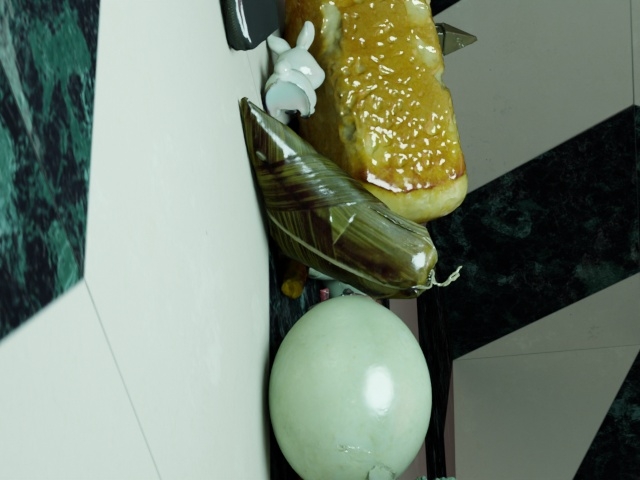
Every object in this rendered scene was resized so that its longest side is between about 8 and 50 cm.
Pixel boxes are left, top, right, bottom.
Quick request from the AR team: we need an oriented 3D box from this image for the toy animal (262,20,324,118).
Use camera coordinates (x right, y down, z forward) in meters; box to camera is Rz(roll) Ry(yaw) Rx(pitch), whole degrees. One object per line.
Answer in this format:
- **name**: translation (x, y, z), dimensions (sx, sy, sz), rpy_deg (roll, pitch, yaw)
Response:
- **toy animal**: translation (-0.037, -0.213, 1.656), dimensions (0.085, 0.071, 0.124), rpy_deg (60, 29, -29)

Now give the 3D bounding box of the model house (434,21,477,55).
- **model house**: translation (0.154, -0.336, 2.273), dimensions (0.181, 0.248, 0.176), rpy_deg (-96, -173, -59)

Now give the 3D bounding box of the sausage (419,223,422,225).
- **sausage**: translation (0.062, -0.212, 2.005), dimensions (0.123, 0.136, 0.500), rpy_deg (113, -30, -52)

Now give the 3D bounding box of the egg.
- **egg**: translation (0.033, 0.174, 1.472), dimensions (0.186, 0.187, 0.253), rpy_deg (73, 9, -49)

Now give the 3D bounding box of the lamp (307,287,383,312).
- **lamp**: translation (0.049, 0.196, 1.819), dimensions (0.118, 0.118, 0.253), rpy_deg (-77, 162, -64)

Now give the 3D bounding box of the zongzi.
- **zongzi**: translation (0.023, -0.043, 1.495), dimensions (0.111, 0.248, 0.241), rpy_deg (-50, 142, -23)

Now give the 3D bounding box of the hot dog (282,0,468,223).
- **hot dog**: translation (0.062, -0.204, 1.779), dimensions (0.223, 0.185, 0.405), rpy_deg (144, -63, -68)

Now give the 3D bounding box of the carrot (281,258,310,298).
- **carrot**: translation (-0.028, 0.012, 1.668), dimensions (0.170, 0.042, 0.042), rpy_deg (-80, 162, -53)

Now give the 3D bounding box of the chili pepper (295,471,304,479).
- **chili pepper**: translation (0.008, 0.246, 1.603), dimensions (0.086, 0.084, 0.192), rpy_deg (109, -15, -71)

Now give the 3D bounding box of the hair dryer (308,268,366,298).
- **hair dryer**: translation (0.000, 0.000, 1.833), dimensions (0.237, 0.075, 0.206), rpy_deg (-31, 108, -71)

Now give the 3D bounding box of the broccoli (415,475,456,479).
- **broccoli**: translation (0.184, 0.474, 1.753), dimensions (0.249, 0.302, 0.375), rpy_deg (-31, 130, -40)

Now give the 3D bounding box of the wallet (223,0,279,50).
- **wallet**: translation (-0.096, -0.347, 1.471), dimensions (0.149, 0.044, 0.250), rpy_deg (-64, 148, -65)
